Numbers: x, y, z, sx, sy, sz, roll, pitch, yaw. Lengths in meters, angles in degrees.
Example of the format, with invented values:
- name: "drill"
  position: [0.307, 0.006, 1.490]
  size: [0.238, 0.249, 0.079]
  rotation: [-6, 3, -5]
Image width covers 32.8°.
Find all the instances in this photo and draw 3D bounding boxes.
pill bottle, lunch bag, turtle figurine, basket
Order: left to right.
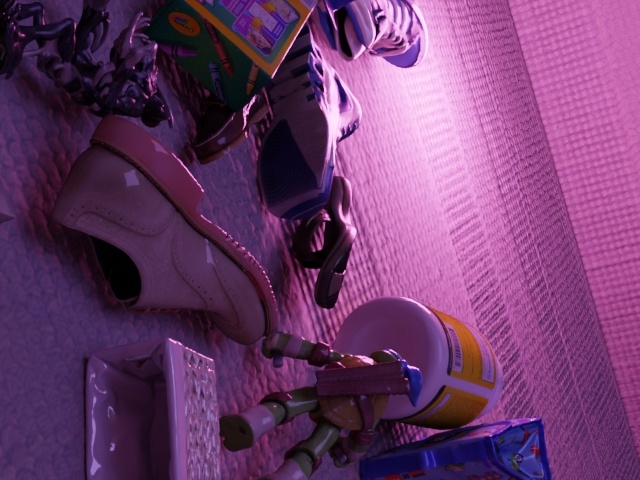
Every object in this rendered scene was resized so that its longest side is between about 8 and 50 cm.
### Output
- name: "basket"
  position: [-0.173, 0.198, 1.152]
  size: [0.103, 0.113, 0.167]
  rotation: [27, 53, -59]
- name: "turtle figurine"
  position: [-0.027, 0.228, 1.443]
  size: [0.266, 0.275, 0.197]
  rotation: [-32, 130, -43]
- name: "pill bottle"
  position: [0.172, 0.207, 1.747]
  size: [0.334, 0.188, 0.188]
  rotation: [26, 54, -58]
- name: "lunch bag"
  position: [0.213, 0.356, 1.713]
  size: [0.293, 0.221, 0.138]
  rotation: [21, 58, -59]

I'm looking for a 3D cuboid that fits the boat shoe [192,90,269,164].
- name: "boat shoe"
  position: [-0.131, -0.169, 1.478]
  size: [0.073, 0.073, 0.207]
  rotation: [64, 21, -19]

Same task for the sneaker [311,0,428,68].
- name: "sneaker"
  position: [0.081, -0.372, 1.958]
  size: [0.323, 0.130, 0.236]
  rotation: [56, 40, -41]

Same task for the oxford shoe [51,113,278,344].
- name: "oxford shoe"
  position: [-0.179, 0.028, 1.258]
  size: [0.146, 0.140, 0.397]
  rotation: [-54, 139, -17]

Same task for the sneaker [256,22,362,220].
- name: "sneaker"
  position: [-0.002, -0.174, 1.667]
  size: [0.182, 0.127, 0.315]
  rotation: [32, 48, -52]

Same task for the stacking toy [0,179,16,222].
- name: "stacking toy"
  position: [-0.390, -0.083, 0.933]
  size: [0.279, 0.130, 0.309]
  rotation: [-108, 180, -77]

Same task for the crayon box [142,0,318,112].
- name: "crayon box"
  position: [-0.115, -0.313, 1.496]
  size: [0.165, 0.081, 0.278]
  rotation: [40, 35, -13]

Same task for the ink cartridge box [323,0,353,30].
- name: "ink cartridge box"
  position: [-0.019, -0.518, 1.657]
  size: [0.307, 0.072, 0.303]
  rotation: [-106, 174, -55]

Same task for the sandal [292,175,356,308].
- name: "sandal"
  position: [0.000, 0.001, 1.635]
  size: [0.303, 0.086, 0.120]
  rotation: [-90, -168, -61]

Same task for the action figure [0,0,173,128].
- name: "action figure"
  position: [-0.245, -0.210, 1.171]
  size: [0.164, 0.141, 0.276]
  rotation: [39, 12, 35]
